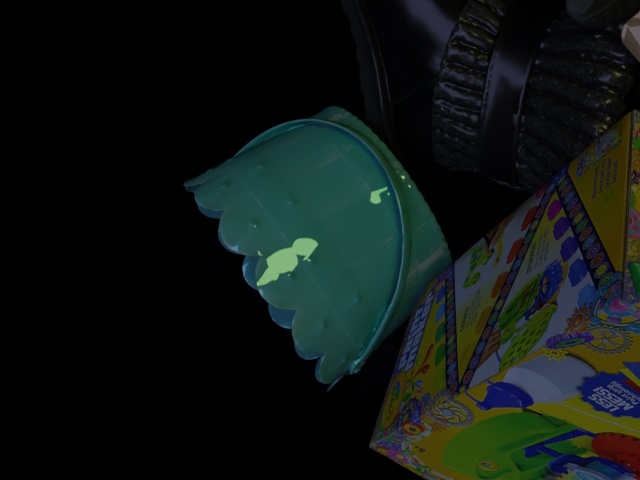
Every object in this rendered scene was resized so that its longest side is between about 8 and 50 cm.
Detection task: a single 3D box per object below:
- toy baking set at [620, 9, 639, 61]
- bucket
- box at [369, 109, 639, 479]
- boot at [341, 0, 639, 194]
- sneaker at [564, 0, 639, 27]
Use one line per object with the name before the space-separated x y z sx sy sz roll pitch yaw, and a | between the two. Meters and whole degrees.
toy baking set | 0.338 -0.110 0.406 0.256 0.030 0.196 -7 112 31
bucket | 0.000 0.000 0.712 0.281 0.183 0.281 53 172 11
box | 0.244 0.113 0.490 0.290 0.177 0.279 31 141 -6
boot | 0.145 -0.198 0.539 0.260 0.131 0.347 23 139 48
sneaker | 0.229 -0.251 0.414 0.227 0.087 0.130 -47 64 23
